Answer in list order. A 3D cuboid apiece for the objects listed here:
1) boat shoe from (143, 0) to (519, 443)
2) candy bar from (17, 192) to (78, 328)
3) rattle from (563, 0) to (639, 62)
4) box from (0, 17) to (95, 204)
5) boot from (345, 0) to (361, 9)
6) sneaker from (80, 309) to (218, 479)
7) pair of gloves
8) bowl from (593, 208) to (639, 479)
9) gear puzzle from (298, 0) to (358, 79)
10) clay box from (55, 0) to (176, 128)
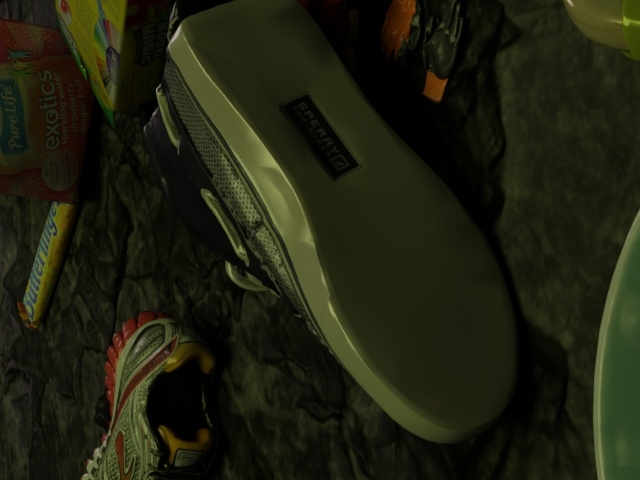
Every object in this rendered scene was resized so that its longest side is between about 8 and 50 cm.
[{"bbox_3d":[0.000,0.000,1.202,0.340,0.127,0.158,61,153,18],"label":"boat shoe"},{"bbox_3d":[-0.247,0.011,1.683,0.040,0.018,0.161,53,131,43],"label":"candy bar"},{"bbox_3d":[0.197,-0.137,0.997,0.130,0.143,0.199,-39,34,12],"label":"rattle"},{"bbox_3d":[-0.334,-0.133,1.693,0.300,0.142,0.154,17,96,56],"label":"box"},{"bbox_3d":[0.008,-0.270,1.253,0.137,0.077,0.198,-51,48,50],"label":"boot"},{"bbox_3d":[-0.131,0.173,1.442,0.093,0.088,0.225,17,104,54],"label":"sneaker"},{"bbox_3d":[0.066,-0.136,1.213,0.083,0.010,0.074,41,123,48],"label":"pair of gloves"},{"bbox_3d":[0.273,0.077,0.757,0.311,0.163,0.311,-1,89,56],"label":"bowl"},{"bbox_3d":[-0.047,-0.152,1.282,0.175,0.044,0.339,32,133,37],"label":"gear puzzle"},{"bbox_3d":[-0.163,-0.204,1.475,0.127,0.053,0.222,60,156,27],"label":"clay box"}]
